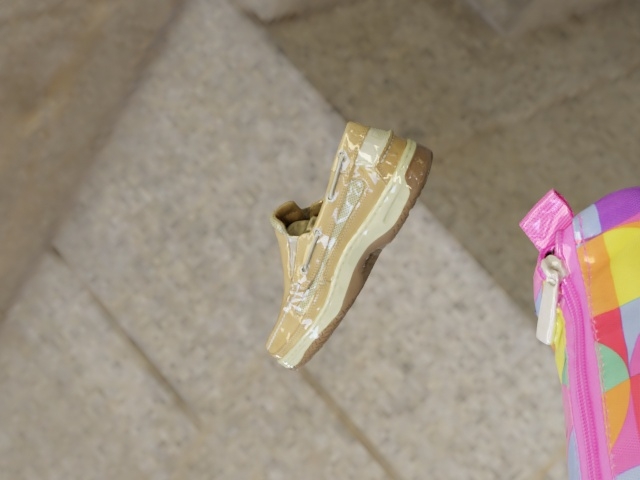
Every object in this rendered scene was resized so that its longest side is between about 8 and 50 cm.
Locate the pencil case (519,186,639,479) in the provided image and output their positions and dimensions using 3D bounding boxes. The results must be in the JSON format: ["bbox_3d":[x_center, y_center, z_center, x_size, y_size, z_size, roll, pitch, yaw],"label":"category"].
[{"bbox_3d":[0.137,0.083,0.665,0.104,0.236,0.104,-2,133,-3],"label":"pencil case"}]

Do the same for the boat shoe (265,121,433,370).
[{"bbox_3d":[0.000,0.000,1.096,0.190,0.072,0.068,-60,-173,30],"label":"boat shoe"}]
